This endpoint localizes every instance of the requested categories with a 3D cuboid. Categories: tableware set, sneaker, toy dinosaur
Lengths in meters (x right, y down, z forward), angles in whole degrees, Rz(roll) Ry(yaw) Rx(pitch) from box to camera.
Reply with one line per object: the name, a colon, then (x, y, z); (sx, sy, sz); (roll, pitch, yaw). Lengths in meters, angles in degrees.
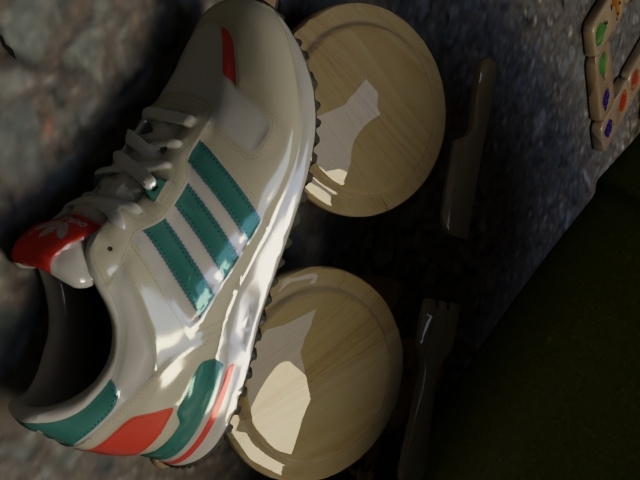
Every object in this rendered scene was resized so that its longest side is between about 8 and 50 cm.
tableware set: (0.000, 0.000, 0.428); (0.128, 0.039, 0.194); (13, 87, -32)
sneaker: (-0.053, -0.007, 0.332); (0.075, 0.057, 0.161); (15, 88, -43)
toy dinosaur: (0.030, 0.069, 0.519); (0.211, 0.064, 0.112); (-42, 158, -42)

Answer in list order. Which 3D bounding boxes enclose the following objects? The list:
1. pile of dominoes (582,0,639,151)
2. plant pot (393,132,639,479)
pile of dominoes: (0.256, -0.213, 0.754); (0.251, 0.040, 0.196); (-56, 144, -29)
plant pot: (0.174, 0.168, 0.471); (0.353, 0.366, 0.366); (-45, 148, 6)
